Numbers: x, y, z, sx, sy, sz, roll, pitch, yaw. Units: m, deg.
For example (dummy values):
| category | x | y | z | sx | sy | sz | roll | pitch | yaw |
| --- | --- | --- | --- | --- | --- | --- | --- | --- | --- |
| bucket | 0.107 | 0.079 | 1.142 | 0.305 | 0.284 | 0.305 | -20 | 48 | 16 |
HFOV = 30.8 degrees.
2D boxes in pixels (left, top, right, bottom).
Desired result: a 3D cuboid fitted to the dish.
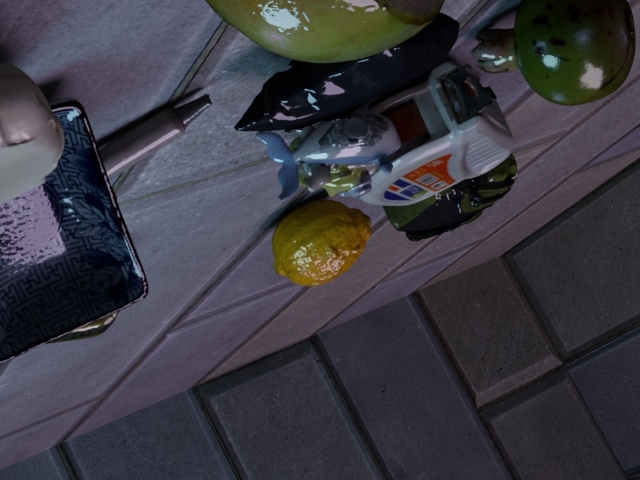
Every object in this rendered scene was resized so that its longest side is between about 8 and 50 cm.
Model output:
| category | x | y | z | sx | sy | sz | roll | pitch | yaw |
| --- | --- | --- | --- | --- | --- | --- | --- | --- | --- |
| dish | -0.293 | -0.018 | 1.143 | 0.182 | 0.080 | 0.243 | -25 | 125 | -15 |

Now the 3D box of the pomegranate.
| category | x | y | z | sx | sy | sz | roll | pitch | yaw |
| --- | --- | --- | --- | --- | --- | --- | --- | --- | --- |
| pomegranate | 0.318 | -0.261 | 1.533 | 0.179 | 0.179 | 0.210 | -21 | -173 | -32 |

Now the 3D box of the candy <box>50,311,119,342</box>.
| category | x | y | z | sx | sy | sz | roll | pitch | yaw |
| --- | --- | --- | --- | --- | --- | --- | --- | --- | --- |
| candy | -0.398 | 0.101 | 1.615 | 0.271 | 0.101 | 0.143 | -15 | 170 | -29 |

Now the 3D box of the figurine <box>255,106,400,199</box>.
| category | x | y | z | sx | sy | sz | roll | pitch | yaw |
| --- | --- | --- | --- | --- | --- | --- | --- | --- | --- |
| figurine | 0.018 | -0.118 | 1.557 | 0.208 | 0.128 | 0.184 | -14 | 167 | -23 |

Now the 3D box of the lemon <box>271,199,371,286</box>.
| category | x | y | z | sx | sy | sz | roll | pitch | yaw |
| --- | --- | --- | --- | --- | --- | --- | --- | --- | --- |
| lemon | 0.000 | 0.000 | 1.986 | 0.187 | 0.142 | 0.142 | -27 | 169 | 3 |

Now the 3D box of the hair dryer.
| category | x | y | z | sx | sy | sz | roll | pitch | yaw |
| --- | --- | --- | --- | --- | --- | --- | --- | --- | --- |
| hair dryer | -0.222 | -0.094 | 1.253 | 0.220 | 0.053 | 0.195 | -32 | 168 | 15 |

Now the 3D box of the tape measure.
| category | x | y | z | sx | sy | sz | roll | pitch | yaw |
| --- | --- | --- | --- | --- | --- | --- | --- | --- | --- |
| tape measure | 0.158 | -0.154 | 1.721 | 0.265 | 0.130 | 0.258 | -26 | 168 | 18 |

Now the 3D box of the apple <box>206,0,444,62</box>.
| category | x | y | z | sx | sy | sz | roll | pitch | yaw |
| --- | --- | --- | --- | --- | --- | --- | --- | --- | --- |
| apple | 0.005 | -0.220 | 1.078 | 0.193 | 0.120 | 0.265 | -21 | 171 | 28 |

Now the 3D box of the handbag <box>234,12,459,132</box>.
| category | x | y | z | sx | sy | sz | roll | pitch | yaw |
| --- | --- | --- | --- | --- | --- | --- | --- | --- | --- |
| handbag | 0.035 | -0.188 | 1.306 | 0.211 | 0.088 | 0.254 | -23 | -174 | 25 |

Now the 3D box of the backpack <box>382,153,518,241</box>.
| category | x | y | z | sx | sy | sz | roll | pitch | yaw |
| --- | --- | --- | --- | --- | --- | --- | --- | --- | --- |
| backpack | 0.250 | -0.097 | 2.150 | 0.253 | 0.140 | 0.207 | -15 | 166 | -35 |

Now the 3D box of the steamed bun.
| category | x | y | z | sx | sy | sz | roll | pitch | yaw |
| --- | --- | --- | --- | --- | --- | --- | --- | --- | --- |
| steamed bun | -0.301 | -0.089 | 0.949 | 0.183 | 0.106 | 0.183 | -23 | 169 | -5 |
